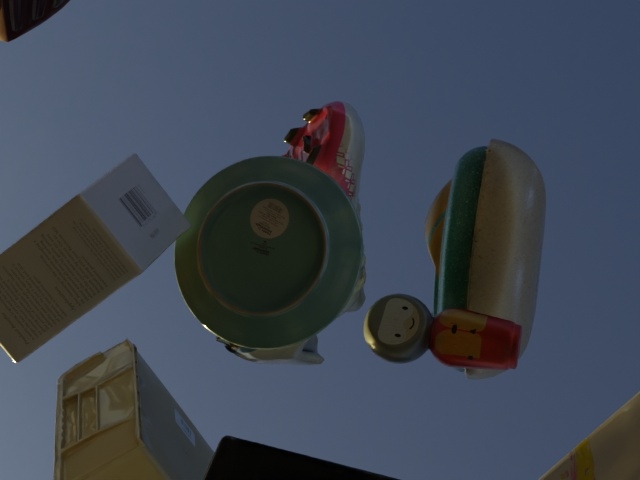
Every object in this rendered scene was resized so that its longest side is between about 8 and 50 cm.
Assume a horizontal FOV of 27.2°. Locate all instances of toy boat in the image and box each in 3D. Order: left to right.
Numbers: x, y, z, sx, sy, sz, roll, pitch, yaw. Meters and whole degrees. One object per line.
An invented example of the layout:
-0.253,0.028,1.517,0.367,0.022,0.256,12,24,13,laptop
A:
0.146,0.039,1.364,0.148,0.318,0.267,8,-66,12,toy boat

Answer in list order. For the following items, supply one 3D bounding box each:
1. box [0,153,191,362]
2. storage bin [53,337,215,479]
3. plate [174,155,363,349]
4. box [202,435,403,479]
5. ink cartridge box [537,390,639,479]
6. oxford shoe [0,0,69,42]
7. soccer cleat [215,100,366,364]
-0.227,0.015,1.232,0.170,0.130,0.091,-34,-82,25,box
-0.227,0.303,1.741,0.123,0.262,0.260,-30,-152,5,storage bin
-0.053,0.009,1.255,0.188,0.024,0.188,-2,-99,14,plate
0.016,0.396,1.472,0.296,0.183,0.294,12,-36,16,box
0.258,0.229,0.942,0.353,0.119,0.207,-49,-146,27,ink cartridge box
-0.339,-0.186,1.010,0.130,0.348,0.123,39,-41,18,oxford shoe
0.000,0.000,1.393,0.116,0.143,0.331,-98,-152,-51,soccer cleat
